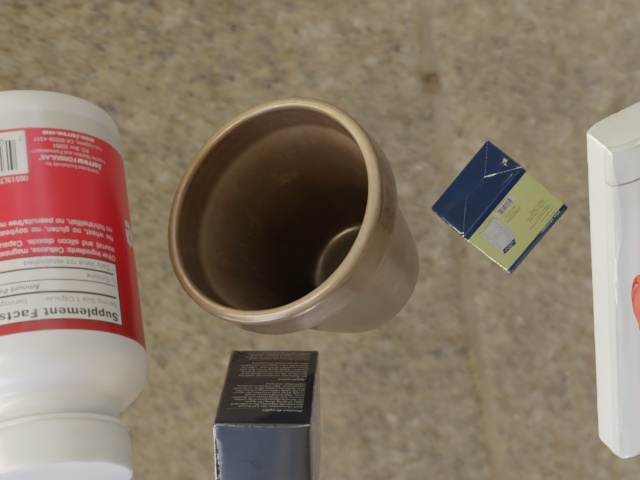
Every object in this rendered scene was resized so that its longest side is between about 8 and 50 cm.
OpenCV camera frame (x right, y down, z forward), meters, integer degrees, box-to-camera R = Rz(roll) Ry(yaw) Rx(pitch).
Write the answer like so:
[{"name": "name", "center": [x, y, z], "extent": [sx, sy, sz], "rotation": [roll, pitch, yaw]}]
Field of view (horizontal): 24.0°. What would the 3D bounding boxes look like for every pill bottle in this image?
[{"name": "pill bottle", "center": [-0.307, 0.065, 1.613], "extent": [0.229, 0.229, 0.407], "rotation": [5, 64, -32]}]

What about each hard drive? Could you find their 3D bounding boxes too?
[{"name": "hard drive", "center": [0.335, 0.009, 1.285], "extent": [0.233, 0.047, 0.353], "rotation": [-26, 133, -17]}]

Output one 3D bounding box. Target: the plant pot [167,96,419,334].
[{"name": "plant pot", "center": [0.000, 0.000, 1.689], "extent": [0.263, 0.263, 0.229], "rotation": [-60, 143, -2]}]

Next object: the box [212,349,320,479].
[{"name": "box", "center": [-0.057, 0.233, 1.721], "extent": [0.108, 0.207, 0.153], "rotation": [0, 111, 2]}]

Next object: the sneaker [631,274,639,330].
[{"name": "sneaker", "center": [0.250, 0.016, 0.701], "extent": [0.225, 0.088, 0.092], "rotation": [-3, 68, -12]}]

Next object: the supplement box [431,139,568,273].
[{"name": "supplement box", "center": [0.163, -0.030, 1.375], "extent": [0.083, 0.056, 0.083], "rotation": [-50, 133, 6]}]
